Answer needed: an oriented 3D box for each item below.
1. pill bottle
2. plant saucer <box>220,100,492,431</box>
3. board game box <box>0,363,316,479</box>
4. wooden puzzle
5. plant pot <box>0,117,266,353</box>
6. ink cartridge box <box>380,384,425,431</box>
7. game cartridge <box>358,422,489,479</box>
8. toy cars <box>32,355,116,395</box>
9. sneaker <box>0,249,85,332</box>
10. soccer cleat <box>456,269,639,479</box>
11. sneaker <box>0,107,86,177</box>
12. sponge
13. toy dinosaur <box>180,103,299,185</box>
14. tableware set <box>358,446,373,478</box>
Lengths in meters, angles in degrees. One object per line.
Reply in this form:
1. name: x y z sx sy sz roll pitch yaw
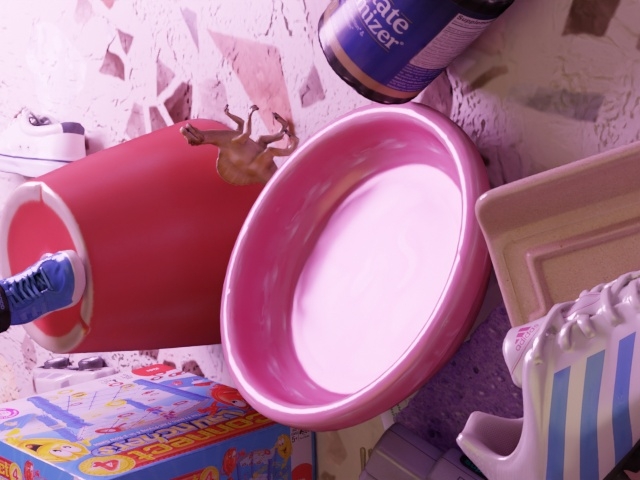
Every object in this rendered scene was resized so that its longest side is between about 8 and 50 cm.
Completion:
1. pill bottle: 0.103 -0.230 1.189 0.219 0.123 0.123 -44 68 42
2. plant saucer: 0.043 0.029 1.268 0.332 0.084 0.332 -27 48 35
3. board game box: -0.217 0.243 1.531 0.302 0.308 0.086 10 106 46
4. wooden puzzle: 0.318 0.081 1.027 0.322 0.080 0.348 -18 91 31
5. plant pot: -0.215 0.010 1.516 0.275 0.243 0.275 15 112 44
6. ink cartridge box: 0.200 0.194 1.242 0.332 0.065 0.165 -20 84 50
7. game cartridge: 0.175 0.340 1.225 0.355 0.068 0.230 33 127 15
8. toy cars: -0.298 0.284 1.796 0.393 0.087 0.176 45 129 31
9. sneaker: -0.312 0.057 1.387 0.152 0.084 0.058 -26 81 48
10. soccer cleat: 0.219 0.077 0.963 0.143 0.116 0.331 38 117 11
11. sneaker: -0.398 -0.133 1.810 0.258 0.094 0.091 11 90 41
12. sponge: 0.154 0.155 1.211 0.117 0.031 0.210 56 135 21
13. toy dinosaur: -0.067 -0.092 1.455 0.092 0.183 0.053 -49 18 14
14. tableware set: 0.089 0.297 1.424 0.104 0.024 0.154 5 103 44
